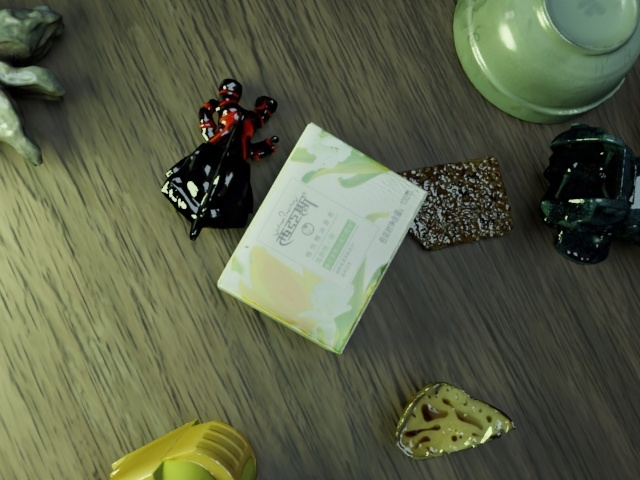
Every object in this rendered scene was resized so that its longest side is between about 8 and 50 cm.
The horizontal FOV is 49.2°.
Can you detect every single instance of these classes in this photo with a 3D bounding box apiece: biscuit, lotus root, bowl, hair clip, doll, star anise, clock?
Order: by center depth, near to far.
[{"bbox_3d":[-0.141,0.398,0.841,0.200,0.244,0.317,-21,91,6],"label":"clock"},{"bbox_3d":[-0.494,-0.212,0.906,0.359,0.139,0.316,-41,85,-15],"label":"star anise"},{"bbox_3d":[0.177,0.243,0.982,0.159,0.135,0.095,-14,83,0],"label":"lotus root"},{"bbox_3d":[-0.139,-0.108,0.997,0.127,0.088,0.249,10,69,10],"label":"doll"},{"bbox_3d":[0.458,-0.061,1.050,0.310,0.206,0.195,13,84,-14],"label":"hair clip"},{"bbox_3d":[0.182,-0.052,1.079,0.236,0.026,0.131,-11,82,-14],"label":"biscuit"},{"bbox_3d":[0.382,-0.350,1.105,0.307,0.163,0.307,1,84,-13],"label":"bowl"}]

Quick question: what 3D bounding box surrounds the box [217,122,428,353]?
[{"bbox_3d":[0.000,0.000,0.980,0.194,0.111,0.260,29,85,-5],"label":"box"}]
